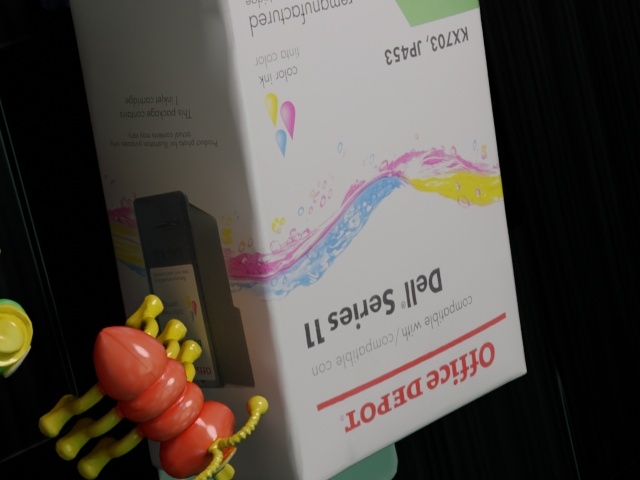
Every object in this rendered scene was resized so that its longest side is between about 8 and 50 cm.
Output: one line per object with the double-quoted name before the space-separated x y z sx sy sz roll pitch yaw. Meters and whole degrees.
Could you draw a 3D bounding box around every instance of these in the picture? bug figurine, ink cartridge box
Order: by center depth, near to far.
"bug figurine" -0.162 0.112 0.811 0.216 0.072 0.279 46 68 -21
"ink cartridge box" 0.000 0.000 0.985 0.207 0.119 0.353 -22 108 -46

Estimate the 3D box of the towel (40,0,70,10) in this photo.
"towel" -0.105 -0.166 0.974 0.119 0.029 0.067 -29 106 -43
